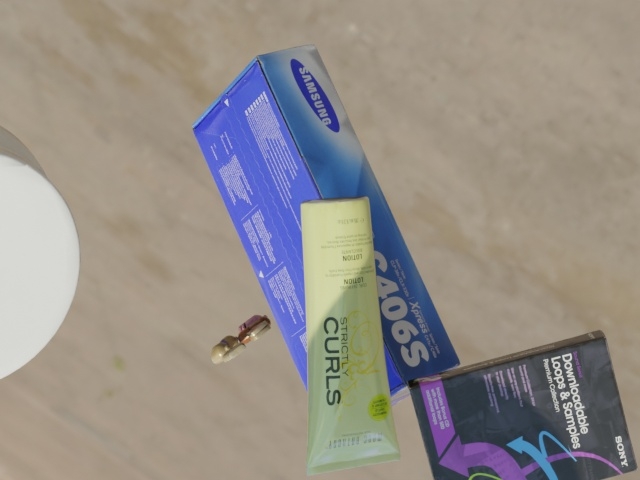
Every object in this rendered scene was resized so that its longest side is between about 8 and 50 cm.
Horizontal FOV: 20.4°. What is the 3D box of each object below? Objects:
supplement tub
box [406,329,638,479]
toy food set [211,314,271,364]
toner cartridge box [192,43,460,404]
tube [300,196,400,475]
[{"bbox_3d":[-0.302,-0.015,1.275,0.191,0.191,0.272,46,170,-33],"label":"supplement tub"},{"bbox_3d":[0.161,0.147,1.412,0.029,0.162,0.116,-105,-1,-80],"label":"box"},{"bbox_3d":[-0.084,0.104,1.922,0.019,0.078,0.122,53,162,-2],"label":"toy food set"},{"bbox_3d":[0.000,0.000,1.740,0.165,0.075,0.348,-38,73,54],"label":"toner cartridge box"},{"bbox_3d":[0.023,0.082,1.557,0.070,0.240,0.062,-2,-175,17],"label":"tube"}]
